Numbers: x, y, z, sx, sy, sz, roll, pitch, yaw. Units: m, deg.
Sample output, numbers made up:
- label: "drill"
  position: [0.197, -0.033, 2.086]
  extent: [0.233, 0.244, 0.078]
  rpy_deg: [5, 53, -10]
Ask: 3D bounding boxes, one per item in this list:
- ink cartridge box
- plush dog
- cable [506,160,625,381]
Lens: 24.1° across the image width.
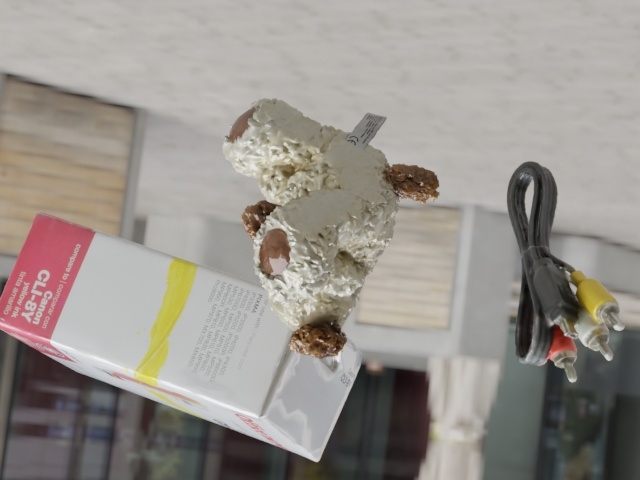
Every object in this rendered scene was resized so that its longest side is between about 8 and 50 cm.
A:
- label: "ink cartridge box"
  position: [-0.174, 0.125, 1.904]
  extent: [0.385, 0.160, 0.279]
  rpy_deg: [17, 167, 20]
- label: "plush dog"
  position: [0.000, 0.000, 1.635]
  extent: [0.211, 0.262, 0.225]
  rpy_deg: [0, 138, -21]
- label: "cable"
  position: [0.271, 0.040, 1.778]
  extent: [0.072, 0.287, 0.139]
  rpy_deg: [19, 128, -26]
